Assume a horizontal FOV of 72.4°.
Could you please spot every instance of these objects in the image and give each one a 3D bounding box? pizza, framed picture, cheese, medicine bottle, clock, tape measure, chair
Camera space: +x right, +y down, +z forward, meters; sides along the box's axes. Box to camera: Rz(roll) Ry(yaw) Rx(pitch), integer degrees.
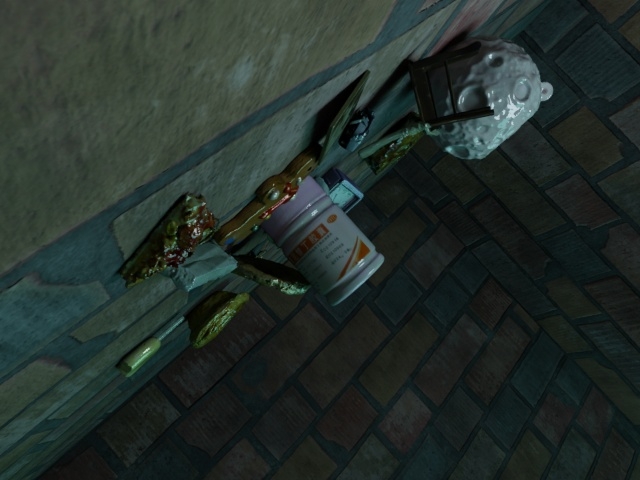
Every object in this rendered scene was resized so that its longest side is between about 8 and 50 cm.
[{"bbox_3d":[-0.220,-0.001,0.688,0.201,0.053,0.193,-41,177,-30],"label":"pizza"},{"bbox_3d":[0.042,-0.239,0.886,0.136,0.010,0.201,-58,180,-12],"label":"framed picture"},{"bbox_3d":[-0.548,0.338,1.428,0.255,0.050,0.127,-44,177,-19],"label":"cheese"},{"bbox_3d":[0.000,0.000,1.197,0.202,0.316,0.202,-42,176,-3],"label":"medicine bottle"},{"bbox_3d":[0.031,-0.135,1.463,0.193,0.073,0.144,-42,144,15],"label":"clock"},{"bbox_3d":[0.081,-0.256,1.026,0.094,0.054,0.091,-61,-171,-15],"label":"tape measure"},{"bbox_3d":[0.229,-0.327,1.040,0.318,0.186,0.160,-12,-166,21],"label":"chair"}]

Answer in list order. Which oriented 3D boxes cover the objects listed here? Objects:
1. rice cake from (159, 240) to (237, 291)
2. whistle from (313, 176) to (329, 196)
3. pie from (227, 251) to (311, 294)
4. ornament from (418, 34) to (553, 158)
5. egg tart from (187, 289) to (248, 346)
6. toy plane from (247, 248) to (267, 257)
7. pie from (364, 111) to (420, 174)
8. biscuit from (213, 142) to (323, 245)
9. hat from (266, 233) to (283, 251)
[{"bbox_3d":[-0.240,0.047,0.875,0.040,0.085,0.226,-50,176,11],"label":"rice cake"},{"bbox_3d":[0.000,-0.035,1.328,0.062,0.313,0.062,0,179,0],"label":"whistle"},{"bbox_3d":[-0.152,0.092,1.247,0.274,0.273,0.055,-14,122,-85],"label":"pie"},{"bbox_3d":[0.443,-0.413,1.254,0.337,0.337,0.337,-43,178,-2],"label":"ornament"},{"bbox_3d":[-0.420,0.289,1.733,0.319,0.128,0.319,-45,178,-2],"label":"egg tart"},{"bbox_3d":[-0.253,0.072,1.549,0.135,0.062,0.188,-43,164,2],"label":"toy plane"},{"bbox_3d":[0.318,-0.404,1.821,0.288,0.103,0.354,-42,174,2],"label":"pie"},{"bbox_3d":[-0.108,-0.096,1.004,0.324,0.049,0.205,-45,177,4],"label":"biscuit"},{"bbox_3d":[-0.039,0.007,1.426,0.256,0.130,0.257,-12,149,-7],"label":"hat"}]
